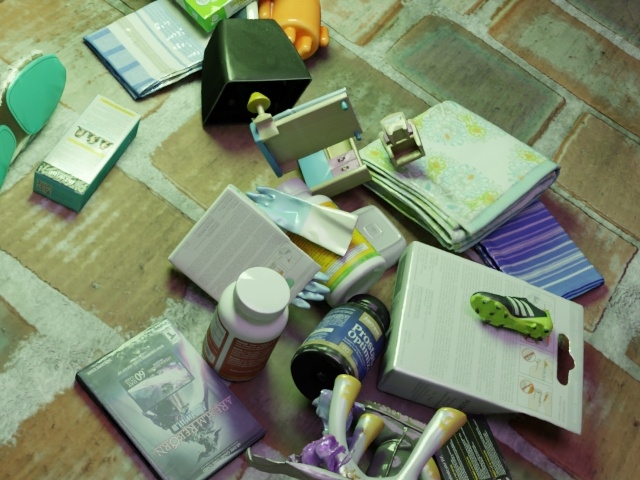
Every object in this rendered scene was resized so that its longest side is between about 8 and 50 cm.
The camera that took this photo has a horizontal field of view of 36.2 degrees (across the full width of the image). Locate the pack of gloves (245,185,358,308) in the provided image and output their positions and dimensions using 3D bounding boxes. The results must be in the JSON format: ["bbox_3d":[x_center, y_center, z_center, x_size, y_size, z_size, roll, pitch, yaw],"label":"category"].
[{"bbox_3d":[-0.071,0.008,1.798,0.232,0.046,0.195,18,82,16],"label":"pack of gloves"}]

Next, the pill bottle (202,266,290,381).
[{"bbox_3d":[-0.124,0.141,1.672,0.121,0.216,0.121,11,52,-14],"label":"pill bottle"}]

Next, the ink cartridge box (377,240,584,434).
[{"bbox_3d":[0.317,0.199,1.890,0.385,0.091,0.308,21,50,-9],"label":"ink cartridge box"}]

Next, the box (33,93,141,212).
[{"bbox_3d":[-0.446,-0.171,1.885,0.100,0.060,0.244,27,50,0],"label":"box"}]

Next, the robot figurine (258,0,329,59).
[{"bbox_3d":[-0.060,-0.499,2.241,0.158,0.128,0.219,-1,53,4],"label":"robot figurine"}]

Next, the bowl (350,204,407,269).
[{"bbox_3d":[0.099,-0.006,1.978,0.142,0.053,0.142,-27,69,-34],"label":"bowl"}]

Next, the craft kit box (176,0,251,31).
[{"bbox_3d":[-0.232,-0.614,2.161,0.246,0.061,0.250,-40,70,-11],"label":"craft kit box"}]

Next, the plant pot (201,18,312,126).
[{"bbox_3d":[-0.152,-0.357,2.035,0.188,0.187,0.167,-8,71,-25],"label":"plant pot"}]

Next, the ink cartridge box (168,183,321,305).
[{"bbox_3d":[-0.137,0.036,1.789,0.224,0.181,0.056,40,10,-7],"label":"ink cartridge box"}]

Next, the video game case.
[{"bbox_3d":[-0.250,0.277,1.647,0.196,0.026,0.274,-32,70,-36],"label":"video game case"}]

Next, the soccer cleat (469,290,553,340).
[{"bbox_3d":[0.362,0.133,1.867,0.179,0.060,0.072,23,40,-14],"label":"soccer cleat"}]

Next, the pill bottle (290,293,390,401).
[{"bbox_3d":[0.044,0.188,1.752,0.123,0.123,0.219,35,37,6],"label":"pill bottle"}]

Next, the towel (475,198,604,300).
[{"bbox_3d":[0.441,-0.003,2.117,0.243,0.040,0.336,-18,63,-32],"label":"towel"}]

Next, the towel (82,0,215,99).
[{"bbox_3d":[-0.336,-0.433,2.113,0.285,0.034,0.209,-33,70,-25],"label":"towel"}]

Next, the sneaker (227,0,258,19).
[{"bbox_3d":[-0.237,-0.558,2.232,0.148,0.131,0.350,-15,62,-11],"label":"sneaker"}]

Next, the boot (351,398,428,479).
[{"bbox_3d":[0.089,0.389,1.669,0.189,0.076,0.208,17,64,19],"label":"boot"}]

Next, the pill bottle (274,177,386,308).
[{"bbox_3d":[0.000,0.000,1.879,0.136,0.136,0.246,-29,69,-35],"label":"pill bottle"}]

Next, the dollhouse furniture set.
[{"bbox_3d":[0.017,-0.260,1.923,0.286,0.303,0.198,-23,60,7],"label":"dollhouse furniture set"}]

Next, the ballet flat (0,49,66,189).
[{"bbox_3d":[-0.613,-0.214,1.815,0.147,0.147,0.409,22,50,-5],"label":"ballet flat"}]

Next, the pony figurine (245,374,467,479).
[{"bbox_3d":[0.047,0.388,1.495,0.351,0.303,0.363,18,44,0],"label":"pony figurine"}]

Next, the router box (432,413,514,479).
[{"bbox_3d":[0.262,0.405,1.734,0.133,0.046,0.179,-7,57,-25],"label":"router box"}]

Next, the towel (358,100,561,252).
[{"bbox_3d":[0.290,-0.154,2.105,0.320,0.090,0.374,39,50,24],"label":"towel"}]
